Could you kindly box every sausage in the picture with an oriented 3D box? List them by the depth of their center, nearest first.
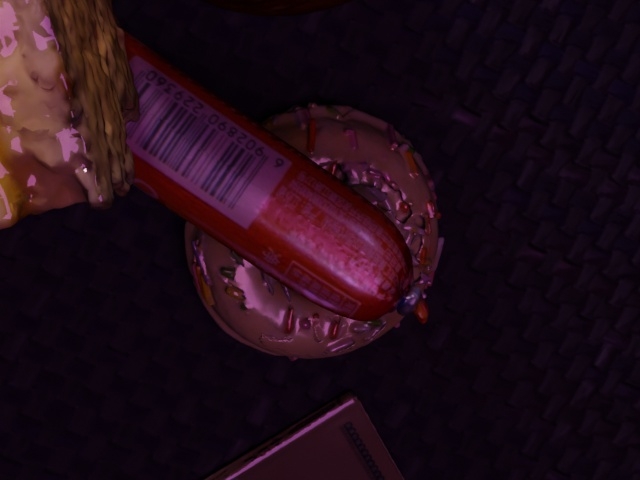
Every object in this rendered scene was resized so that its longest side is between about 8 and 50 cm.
[{"bbox_3d":[-0.048,-0.035,1.061,0.274,0.074,0.074,34,98,-1],"label":"sausage"}]

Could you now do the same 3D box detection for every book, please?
[{"bbox_3d":[-0.033,0.205,1.251,0.199,0.016,0.138,-31,117,-5],"label":"book"}]

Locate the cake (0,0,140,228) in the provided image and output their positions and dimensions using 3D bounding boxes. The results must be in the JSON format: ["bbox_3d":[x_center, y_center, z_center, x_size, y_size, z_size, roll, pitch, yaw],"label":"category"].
[{"bbox_3d":[-0.254,-0.095,0.914,0.286,0.222,0.227,-16,101,4],"label":"cake"}]

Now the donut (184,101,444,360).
[{"bbox_3d":[0.000,0.000,1.153,0.175,0.068,0.174,-6,113,-15],"label":"donut"}]

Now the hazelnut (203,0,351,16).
[{"bbox_3d":[-0.022,-0.223,0.973,0.217,0.217,0.251,-25,150,-8],"label":"hazelnut"}]
